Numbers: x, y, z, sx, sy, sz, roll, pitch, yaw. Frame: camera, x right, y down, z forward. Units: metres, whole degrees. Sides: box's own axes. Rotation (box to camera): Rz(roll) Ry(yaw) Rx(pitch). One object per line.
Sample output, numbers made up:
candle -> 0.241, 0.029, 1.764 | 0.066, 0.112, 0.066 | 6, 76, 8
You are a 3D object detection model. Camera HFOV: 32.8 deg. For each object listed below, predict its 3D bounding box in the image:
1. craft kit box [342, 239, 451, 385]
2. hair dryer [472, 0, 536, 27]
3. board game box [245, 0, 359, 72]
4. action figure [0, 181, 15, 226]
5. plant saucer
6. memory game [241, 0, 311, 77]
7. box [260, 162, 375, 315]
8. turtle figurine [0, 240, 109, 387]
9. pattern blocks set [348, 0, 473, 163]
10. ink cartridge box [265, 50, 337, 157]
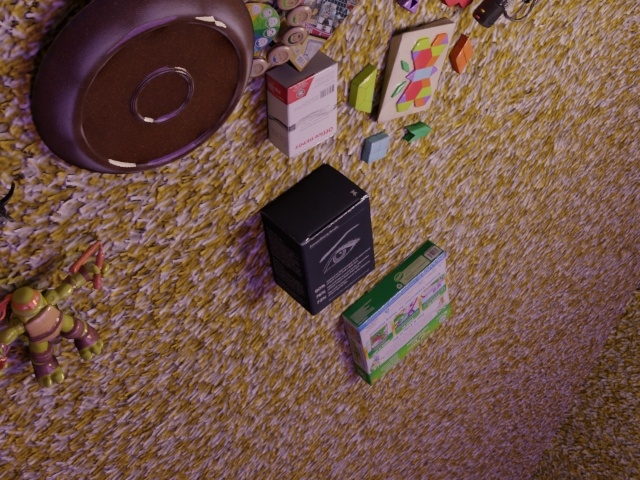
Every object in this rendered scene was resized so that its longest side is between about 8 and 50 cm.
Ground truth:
craft kit box -> 0.165, 0.154, 2.266 | 0.250, 0.061, 0.246 | -39, 145, -18
hair dryer -> 0.350, -0.500, 1.825 | 0.224, 0.080, 0.293 | -31, 152, -57
board game box -> -0.038, -0.356, 1.478 | 0.165, 0.042, 0.243 | -50, 149, -1
action figure -> -0.443, -0.017, 1.225 | 0.276, 0.141, 0.164 | -10, 119, -45
plant saucer -> -0.208, -0.194, 1.374 | 0.311, 0.050, 0.310 | -26, 147, -18
memory game -> -0.098, -0.277, 1.447 | 0.186, 0.012, 0.186 | -18, 151, -10
box -> 0.000, 0.000, 1.838 | 0.153, 0.108, 0.207 | -36, 146, -22
turtle figurine -> -0.389, 0.122, 1.488 | 0.269, 0.087, 0.217 | -49, 158, -20
pattern blocks set -> 0.160, -0.285, 1.823 | 0.285, 0.026, 0.324 | -32, 144, -28
ink cartridge box -> -0.028, -0.206, 1.635 | 0.099, 0.056, 0.135 | -32, 144, -28
